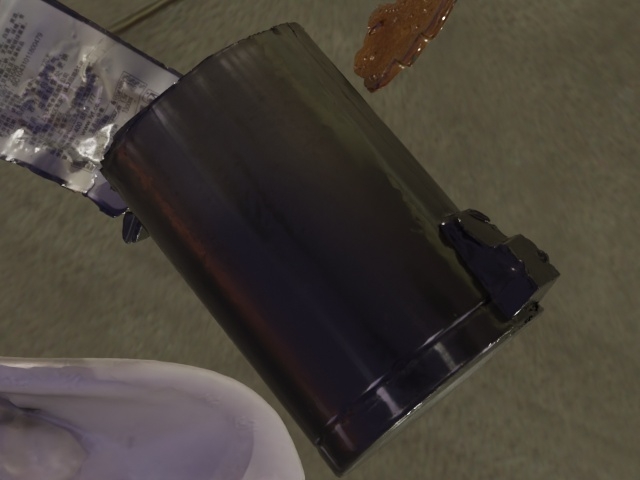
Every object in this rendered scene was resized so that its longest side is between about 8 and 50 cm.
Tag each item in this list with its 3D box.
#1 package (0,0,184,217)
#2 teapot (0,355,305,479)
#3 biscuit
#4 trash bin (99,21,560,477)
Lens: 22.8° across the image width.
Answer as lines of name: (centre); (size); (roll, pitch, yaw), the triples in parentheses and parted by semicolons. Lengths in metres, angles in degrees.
package: (-0.240, -0.131, 1.504); (0.232, 0.040, 0.166); (27, 101, -24)
teapot: (-0.167, 0.077, 0.326); (0.299, 0.166, 0.208); (4, 70, -34)
biscuit: (0.079, -0.191, 1.452); (0.019, 0.119, 0.130); (32, 132, -28)
trash bin: (0.000, 0.000, 1.214); (0.301, 0.203, 0.252); (50, 120, 9)
